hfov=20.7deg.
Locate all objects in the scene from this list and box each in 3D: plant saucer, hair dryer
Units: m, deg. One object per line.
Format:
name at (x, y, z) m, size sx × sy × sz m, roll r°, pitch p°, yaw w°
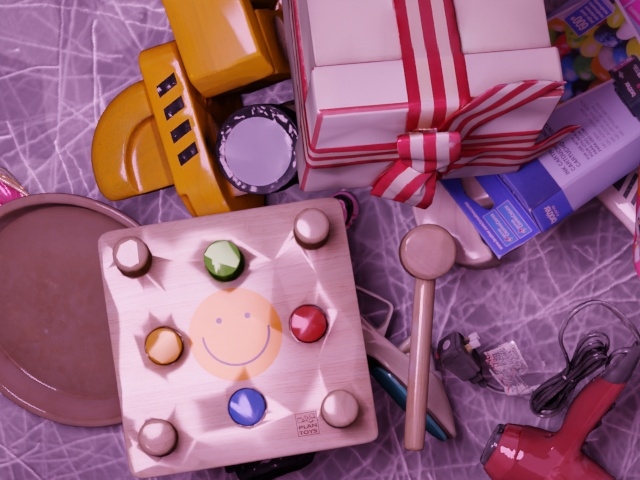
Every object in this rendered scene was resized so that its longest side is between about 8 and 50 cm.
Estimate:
plant saucer at (-0.267, 0.073, 1.907) m, size 0.278 × 0.041 × 0.278 m, roll 5°, pitch 113°, yaw 11°
hair dryer at (0.263, 0.206, 1.847) m, size 0.223 × 0.080 × 0.293 m, roll -13°, pitch 119°, yaw 35°

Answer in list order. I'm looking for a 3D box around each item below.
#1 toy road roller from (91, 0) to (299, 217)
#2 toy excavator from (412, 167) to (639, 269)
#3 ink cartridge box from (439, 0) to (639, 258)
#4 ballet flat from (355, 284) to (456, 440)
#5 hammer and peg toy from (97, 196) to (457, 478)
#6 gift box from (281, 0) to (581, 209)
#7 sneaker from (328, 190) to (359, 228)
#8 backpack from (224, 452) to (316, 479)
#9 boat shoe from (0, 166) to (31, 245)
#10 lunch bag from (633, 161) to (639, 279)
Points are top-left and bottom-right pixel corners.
toy road roller at (-0.134, -0.168, 1.856) m, size 0.240 × 0.202 × 0.329 m, roll -16°, pitch 92°, yaw 16°
toy excavator at (0.381, -0.039, 1.835) m, size 0.433 × 0.222 × 0.445 m, roll -46°, pitch 74°, yaw 5°
ink cartridge box at (0.256, -0.140, 1.789) m, size 0.311 × 0.065 × 0.186 m, roll -37°, pitch 56°, yaw 4°
ballet flat at (0.069, 0.114, 1.901) m, size 0.248 × 0.086 × 0.086 m, roll 40°, pitch 94°, yaw -5°
hammer and peg toy at (-0.030, 0.095, 1.760) m, size 0.361 × 0.127 × 0.266 m, roll -8°, pitch 82°, yaw -2°
gift box at (0.106, -0.180, 1.641) m, size 0.276 × 0.255 × 0.258 m, roll -6°, pitch 75°, yaw -1°
sneaker at (0.000, 0.000, 1.917) m, size 0.047 × 0.057 × 0.119 m, roll 27°, pitch 95°, yaw 2°
backpack at (-0.068, 0.164, 1.895) m, size 0.115 × 0.152 × 0.182 m, roll -18°, pitch 78°, yaw 0°
boat shoe at (-0.324, -0.015, 1.940) m, size 0.170 × 0.059 × 0.063 m, roll 42°, pitch 94°, yaw 2°
lunch bag at (0.431, -0.078, 1.646) m, size 0.258 × 0.120 × 0.293 m, roll 3°, pitch 83°, yaw 2°
